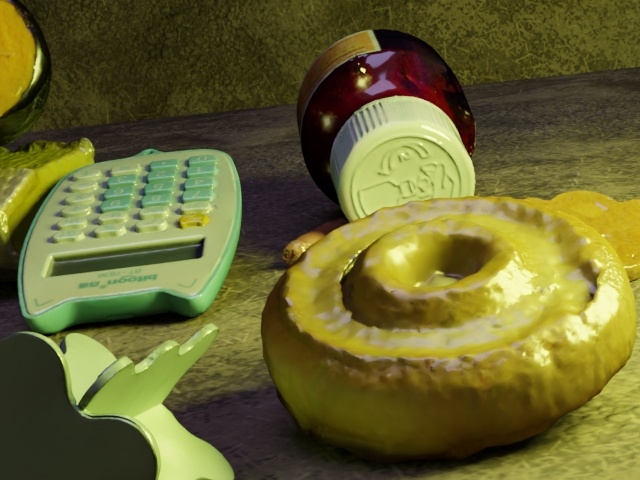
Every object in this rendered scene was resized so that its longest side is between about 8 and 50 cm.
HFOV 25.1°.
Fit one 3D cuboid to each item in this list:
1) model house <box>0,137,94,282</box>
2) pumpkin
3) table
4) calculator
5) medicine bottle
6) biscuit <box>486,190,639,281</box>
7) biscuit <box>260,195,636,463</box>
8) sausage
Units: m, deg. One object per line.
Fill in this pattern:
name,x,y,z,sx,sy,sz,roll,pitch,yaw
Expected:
model house,-0.416,-0.032,1.874,0.193,0.175,0.234,-1,10,30
pumpkin,-0.500,-0.180,1.886,0.325,0.242,0.232,-10,-16,-2
table,-0.148,0.131,0.981,0.166,0.166,0.198,-4,4,18
calculator,-0.218,-0.012,1.692,0.256,0.054,0.386,-7,33,4
medicine bottle,0.088,-0.135,1.876,0.242,0.242,0.395,-8,16,1
biscuit,0.271,-0.004,1.493,0.236,0.040,0.144,-2,42,-15
biscuit,0.096,0.052,1.129,0.296,0.102,0.296,-10,30,6
sausage,0.000,0.000,1.781,0.042,0.036,0.158,5,15,22
